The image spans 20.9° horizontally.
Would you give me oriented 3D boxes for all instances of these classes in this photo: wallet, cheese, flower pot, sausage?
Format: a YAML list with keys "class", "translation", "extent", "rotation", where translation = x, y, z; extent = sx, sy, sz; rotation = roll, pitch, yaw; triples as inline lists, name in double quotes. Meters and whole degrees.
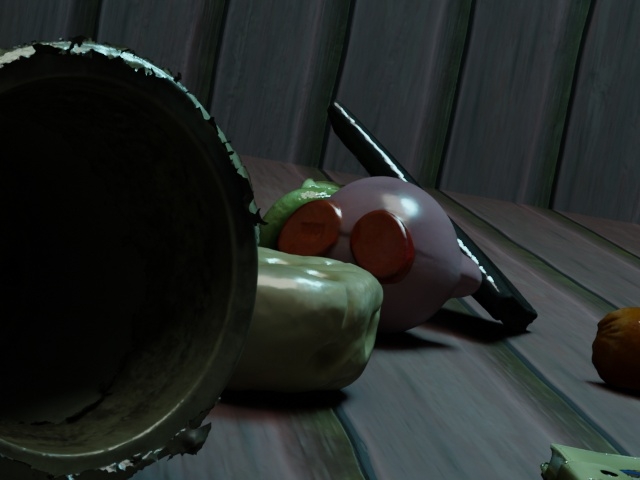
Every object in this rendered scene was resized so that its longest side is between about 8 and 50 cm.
- class: "wallet"
  translation: [0.124, -0.025, 2.007]
  extent: [0.321, 0.044, 0.170]
  rotation: [48, 6, 21]
- class: "cheese"
  translation: [-0.050, 0.063, 1.481]
  extent: [0.218, 0.117, 0.235]
  rotation: [9, 6, -20]
- class: "wallet"
  translation: [0.222, 0.188, 1.228]
  extent: [0.110, 0.039, 0.155]
  rotation: [13, 7, -10]
- class: "flower pot"
  translation: [-0.218, 0.012, 1.148]
  extent: [0.290, 0.290, 0.259]
  rotation: [5, -1, -38]
- class: "sausage"
  translation: [0.425, 0.132, 1.753]
  extent: [0.300, 0.089, 0.083]
  rotation: [11, 14, 5]

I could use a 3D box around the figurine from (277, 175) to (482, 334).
- class: "figurine"
  translation: [0.065, 0.017, 1.814]
  extent: [0.173, 0.173, 0.173]
  rotation: [11, 7, -1]

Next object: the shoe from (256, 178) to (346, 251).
- class: "shoe"
  translation: [0.005, 0.004, 1.971]
  extent: [0.128, 0.140, 0.262]
  rotation: [26, 7, 37]
